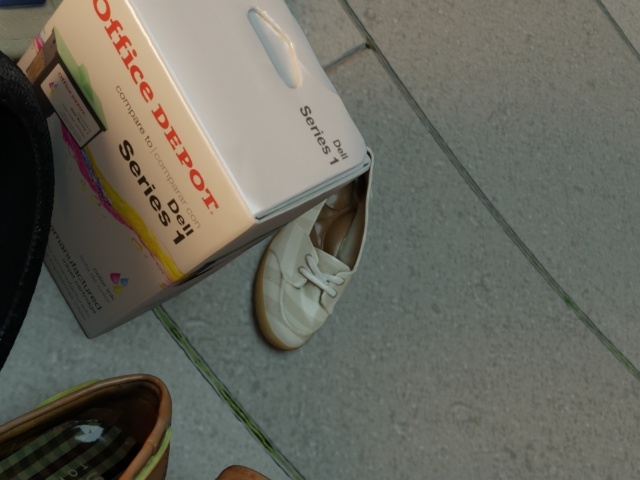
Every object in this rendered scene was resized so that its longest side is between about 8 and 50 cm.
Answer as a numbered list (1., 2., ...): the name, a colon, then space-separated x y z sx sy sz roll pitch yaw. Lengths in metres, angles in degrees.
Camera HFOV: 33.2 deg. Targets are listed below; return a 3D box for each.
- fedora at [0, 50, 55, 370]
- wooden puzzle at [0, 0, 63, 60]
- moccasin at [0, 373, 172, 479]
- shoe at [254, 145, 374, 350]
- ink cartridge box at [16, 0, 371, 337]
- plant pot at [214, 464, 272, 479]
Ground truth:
1. fedora: -0.312 0.015 0.676 0.152 0.334 0.334 21 52 16
2. wooden puzzle: -0.242 -0.318 0.933 0.348 0.080 0.322 -17 82 -38
3. moccasin: -0.219 0.191 0.638 0.139 0.147 0.380 39 35 21
4. shoe: 0.000 0.000 0.982 0.076 0.058 0.219 33 56 -19
5. ink cartridge box: -0.122 -0.071 0.786 0.117 0.278 0.201 -29 89 -39
6. plant pot: -0.061 0.320 0.710 0.229 0.263 0.263 -36 94 -22
